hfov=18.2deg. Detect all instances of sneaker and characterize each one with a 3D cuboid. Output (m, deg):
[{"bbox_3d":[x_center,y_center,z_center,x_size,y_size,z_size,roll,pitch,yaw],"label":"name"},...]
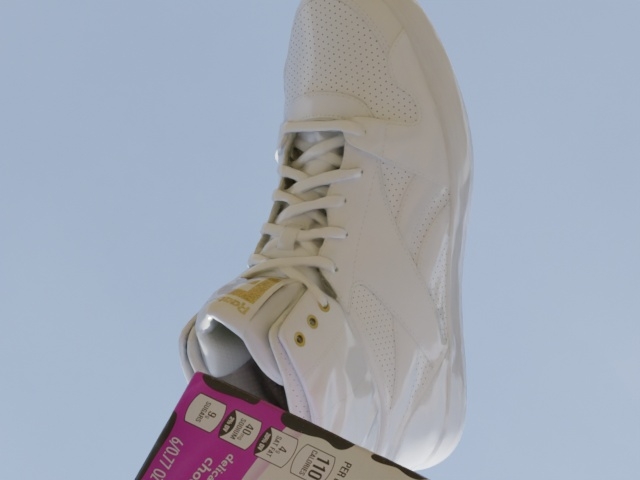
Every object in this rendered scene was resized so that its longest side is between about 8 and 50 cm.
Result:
[{"bbox_3d":[0.000,0.000,1.086,0.108,0.292,0.169,-3,-173,37],"label":"sneaker"}]

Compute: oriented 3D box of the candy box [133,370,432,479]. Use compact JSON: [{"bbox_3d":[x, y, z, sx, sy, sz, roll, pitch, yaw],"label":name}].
[{"bbox_3d":[0.009,0.173,0.845,0.233,0.071,0.159,22,-104,31],"label":"candy box"}]
